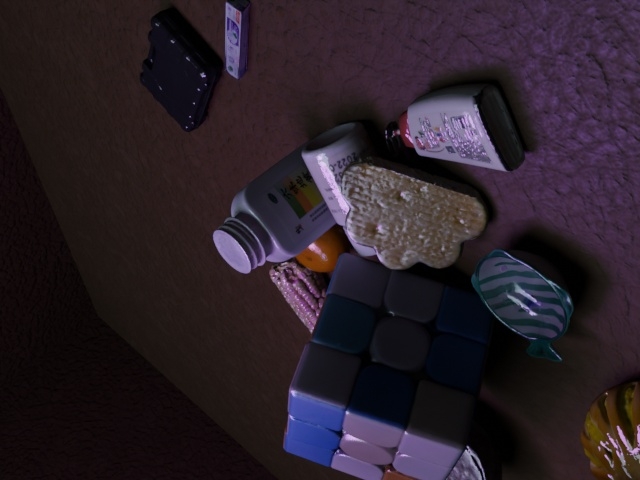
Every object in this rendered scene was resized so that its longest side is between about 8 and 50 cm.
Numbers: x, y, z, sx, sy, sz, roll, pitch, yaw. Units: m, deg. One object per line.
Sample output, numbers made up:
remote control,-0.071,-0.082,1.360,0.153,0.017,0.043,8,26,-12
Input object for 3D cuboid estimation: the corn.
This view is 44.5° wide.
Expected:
corn,-0.012,0.175,2.080,0.127,0.126,0.335,6,133,53

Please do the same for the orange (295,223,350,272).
orange,0.000,0.000,1.837,0.156,0.124,0.156,21,146,15

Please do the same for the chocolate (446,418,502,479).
chocolate,0.323,0.538,1.913,0.303,0.213,0.303,11,108,38

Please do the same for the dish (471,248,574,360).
dish,0.389,0.098,1.427,0.224,0.078,0.246,5,127,54

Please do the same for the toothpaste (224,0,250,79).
toothpaste,-0.176,-0.429,1.664,0.047,0.040,0.196,37,150,16

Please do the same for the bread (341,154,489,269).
bread,0.162,-0.040,1.480,0.287,0.056,0.207,22,118,7

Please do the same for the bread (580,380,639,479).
bread,0.608,0.388,1.368,0.333,0.160,0.333,35,147,27

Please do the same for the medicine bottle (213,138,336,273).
medicine bottle,-0.071,-0.067,1.640,0.179,0.324,0.124,54,153,-7

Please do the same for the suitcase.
suitcase,-0.345,-0.408,1.910,0.206,0.066,0.285,49,152,4

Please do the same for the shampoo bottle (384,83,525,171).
shampoo bottle,0.209,-0.190,1.357,0.284,0.071,0.153,8,133,55

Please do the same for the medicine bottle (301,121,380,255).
medicine bottle,0.075,-0.102,1.582,0.144,0.144,0.252,5,126,54

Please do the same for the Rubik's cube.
Rubik's cube,0.138,0.288,1.632,0.347,0.346,0.344,16,147,7
